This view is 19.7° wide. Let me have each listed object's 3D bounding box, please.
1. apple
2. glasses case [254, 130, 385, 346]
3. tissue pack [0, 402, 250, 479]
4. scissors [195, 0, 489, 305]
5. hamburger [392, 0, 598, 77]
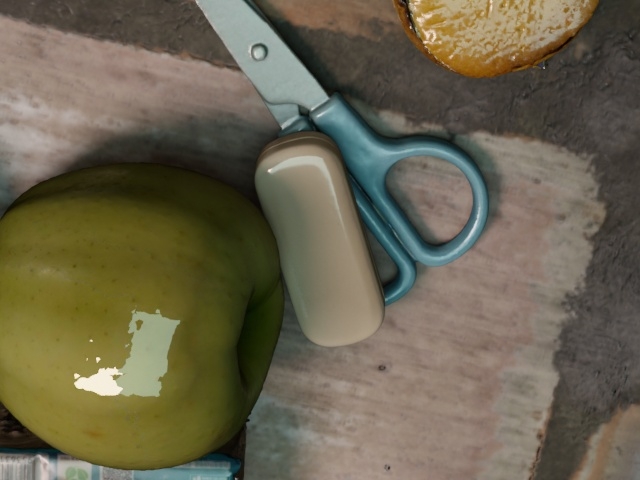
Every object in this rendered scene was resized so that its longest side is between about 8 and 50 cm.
[{"bbox_3d":[-0.162,0.065,1.574,0.279,0.279,0.279,-1,110,-2],"label":"apple"},{"bbox_3d":[0.000,0.000,1.636,0.083,0.050,0.196,-13,112,8],"label":"glasses case"},{"bbox_3d":[-0.203,0.252,1.705,0.271,0.134,0.192,4,111,-3],"label":"tissue pack"},{"bbox_3d":[-0.030,-0.136,1.625,0.192,0.029,0.447,-34,108,11],"label":"scissors"},{"bbox_3d":[0.134,-0.233,1.551,0.191,0.118,0.182,-1,107,-6],"label":"hamburger"}]
